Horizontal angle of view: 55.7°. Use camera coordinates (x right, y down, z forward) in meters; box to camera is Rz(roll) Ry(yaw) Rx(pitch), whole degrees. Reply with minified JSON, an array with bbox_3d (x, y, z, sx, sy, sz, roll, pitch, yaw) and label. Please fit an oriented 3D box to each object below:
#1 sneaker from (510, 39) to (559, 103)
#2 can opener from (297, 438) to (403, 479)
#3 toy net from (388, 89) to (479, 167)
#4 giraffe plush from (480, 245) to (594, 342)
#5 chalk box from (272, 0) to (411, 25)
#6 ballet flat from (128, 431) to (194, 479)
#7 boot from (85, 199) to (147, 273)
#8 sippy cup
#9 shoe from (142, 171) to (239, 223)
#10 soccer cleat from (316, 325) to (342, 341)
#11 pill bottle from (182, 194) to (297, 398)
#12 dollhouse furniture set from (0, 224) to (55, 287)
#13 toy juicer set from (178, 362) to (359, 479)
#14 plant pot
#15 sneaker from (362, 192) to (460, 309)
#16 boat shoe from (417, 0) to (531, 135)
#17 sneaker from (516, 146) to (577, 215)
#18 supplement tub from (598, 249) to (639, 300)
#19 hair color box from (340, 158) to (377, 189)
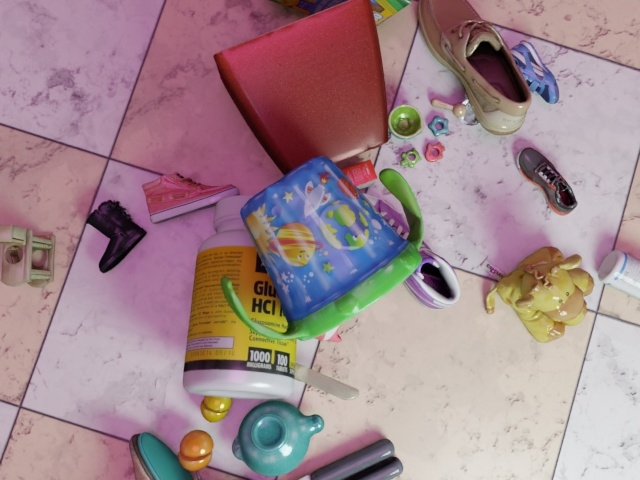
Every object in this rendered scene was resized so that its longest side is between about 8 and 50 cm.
[{"bbox_3d":[0.416,-0.324,1.198,0.059,0.053,0.144,-30,78,-5],"label":"sneaker"},{"bbox_3d":[0.015,0.453,1.092,0.283,0.095,0.076,-24,86,-3],"label":"can opener"},{"bbox_3d":[0.250,-0.232,1.187,0.232,0.045,0.122,-21,85,-4],"label":"toy net"},{"bbox_3d":[0.410,0.087,1.098,0.210,0.170,0.181,21,85,1],"label":"giraffe plush"},{"bbox_3d":[0.010,-0.524,1.094,0.289,0.179,0.180,10,84,-25],"label":"chalk box"},{"bbox_3d":[-0.252,0.488,1.082,0.106,0.107,0.316,-45,86,8],"label":"ballet flat"},{"bbox_3d":[-0.403,-0.011,1.151,0.099,0.045,0.121,42,78,0],"label":"boot"},{"bbox_3d":[0.000,0.000,0.941,0.240,0.305,0.224,-34,92,35],"label":"sippy cup"},{"bbox_3d":[-0.249,-0.095,1.153,0.178,0.063,0.081,-17,90,1],"label":"shoe"},{"bbox_3d":[0.047,0.077,1.116,0.095,0.083,0.248,24,105,-17],"label":"soccer cleat"},{"bbox_3d":[-0.130,0.100,1.061,0.188,0.188,0.333,3,71,-1],"label":"pill bottle"},{"bbox_3d":[-0.588,0.032,1.073,0.161,0.182,0.101,0,85,-2],"label":"dollhouse furniture set"},{"bbox_3d":[-0.112,0.334,1.117,0.329,0.089,0.209,-43,66,-15],"label":"toy juicer set"},{"bbox_3d":[-0.017,-0.248,1.091,0.267,0.267,0.235,-22,99,-3],"label":"plant pot"},{"bbox_3d":[0.152,0.009,1.106,0.282,0.161,0.102,44,87,4],"label":"sneaker"},{"bbox_3d":[0.298,-0.366,1.147,0.122,0.110,0.341,-25,73,-9],"label":"boat shoe"},{"bbox_3d":[0.446,-0.121,1.172,0.061,0.065,0.158,-39,87,-5],"label":"sneaker"},{"bbox_3d":[0.596,0.070,1.155,0.107,0.071,0.071,26,85,0],"label":"supplement tub"},{"bbox_3d":[0.033,-0.107,1.157,0.141,0.072,0.043,-20,86,-4],"label":"hair color box"}]
